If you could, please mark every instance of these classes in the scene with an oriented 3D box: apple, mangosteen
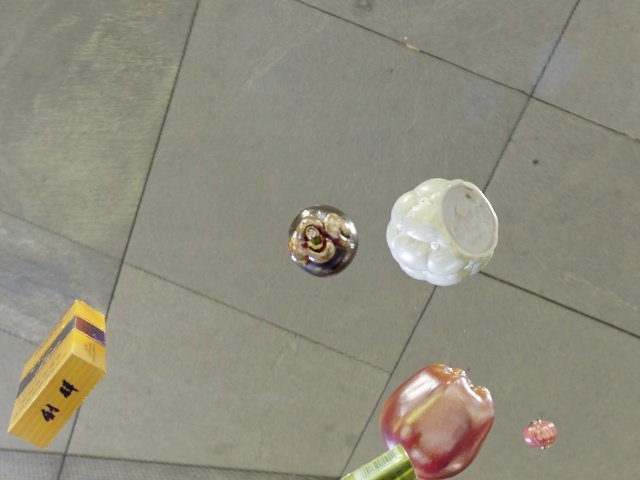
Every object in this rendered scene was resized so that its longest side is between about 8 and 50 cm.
[{"bbox_3d":[0.326,0.510,1.725,0.288,0.288,0.316,37,94,-5],"label":"apple"},{"bbox_3d":[0.000,0.000,1.738,0.211,0.250,0.211,0,88,11],"label":"mangosteen"}]

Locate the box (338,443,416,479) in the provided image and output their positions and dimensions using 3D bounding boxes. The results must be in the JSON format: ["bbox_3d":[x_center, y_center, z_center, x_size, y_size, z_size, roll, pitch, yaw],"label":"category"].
[{"bbox_3d":[0.075,0.592,1.436,0.311,0.043,0.173,-30,142,-5],"label":"box"}]

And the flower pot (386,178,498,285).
[{"bbox_3d":[0.271,-0.019,1.397,0.246,0.246,0.195,48,147,-9],"label":"flower pot"}]

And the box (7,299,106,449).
[{"bbox_3d":[-0.420,0.207,1.006,0.070,0.237,0.152,38,90,-26],"label":"box"}]

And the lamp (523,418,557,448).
[{"bbox_3d":[0.721,0.634,2.026,0.108,0.107,0.092,-23,72,14],"label":"lamp"}]
